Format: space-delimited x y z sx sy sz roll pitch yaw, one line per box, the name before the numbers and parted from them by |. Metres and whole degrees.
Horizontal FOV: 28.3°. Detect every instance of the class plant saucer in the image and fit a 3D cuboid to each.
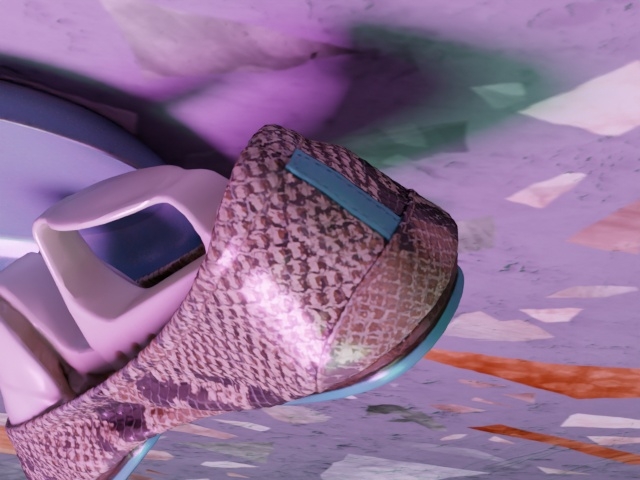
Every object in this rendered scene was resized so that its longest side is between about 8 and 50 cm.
plant saucer | -0.232 -0.038 0.827 0.318 0.043 0.317 4 159 1

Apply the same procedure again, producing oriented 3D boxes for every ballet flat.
ballet flat | -0.110 0.048 0.789 0.182 0.164 0.483 40 144 -13
